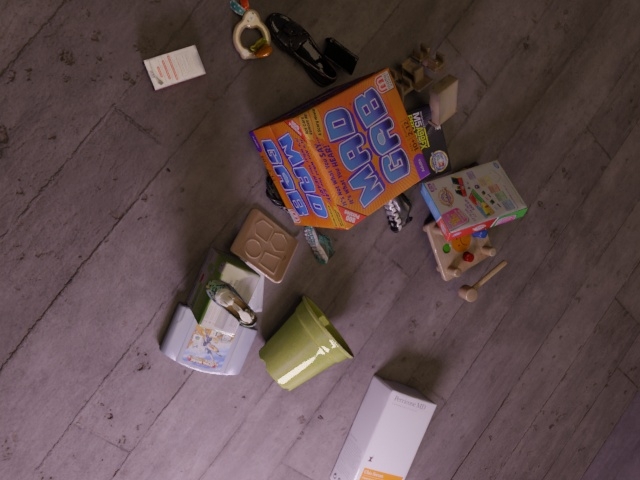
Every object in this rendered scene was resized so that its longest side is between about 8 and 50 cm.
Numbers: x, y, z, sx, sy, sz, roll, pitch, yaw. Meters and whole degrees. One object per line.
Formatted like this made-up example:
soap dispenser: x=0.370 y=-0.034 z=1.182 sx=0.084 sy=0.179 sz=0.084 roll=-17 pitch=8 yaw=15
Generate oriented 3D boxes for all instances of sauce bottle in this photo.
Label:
sauce bottle: x=0.576 y=-0.271 z=2.065 sx=0.128 sy=0.042 sz=0.042 roll=-35 pitch=109 yaw=-11

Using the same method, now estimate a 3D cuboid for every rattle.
rattle: x=-0.222 y=-0.679 z=1.637 sx=0.130 sy=0.143 sz=0.200 roll=-5 pitch=108 yaw=0

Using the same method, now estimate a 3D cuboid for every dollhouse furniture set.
dollhouse furniture set: x=0.369 y=-0.549 z=1.871 sx=0.212 sy=0.242 sz=0.161 roll=-39 pitch=149 yaw=-12

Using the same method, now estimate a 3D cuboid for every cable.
cable: x=-0.106 y=-0.177 z=1.808 sx=0.184 sy=0.047 sz=0.150 roll=32 pitch=86 yaw=-22

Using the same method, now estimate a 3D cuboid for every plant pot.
plant pot: x=-0.067 y=0.378 z=1.818 sx=0.254 sy=0.276 sz=0.276 roll=-40 pitch=111 yaw=1

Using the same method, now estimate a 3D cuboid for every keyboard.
keyboard: x=-0.232 y=0.128 z=1.828 sx=0.072 sy=0.014 sz=0.256 roll=3 pitch=97 yaw=-17

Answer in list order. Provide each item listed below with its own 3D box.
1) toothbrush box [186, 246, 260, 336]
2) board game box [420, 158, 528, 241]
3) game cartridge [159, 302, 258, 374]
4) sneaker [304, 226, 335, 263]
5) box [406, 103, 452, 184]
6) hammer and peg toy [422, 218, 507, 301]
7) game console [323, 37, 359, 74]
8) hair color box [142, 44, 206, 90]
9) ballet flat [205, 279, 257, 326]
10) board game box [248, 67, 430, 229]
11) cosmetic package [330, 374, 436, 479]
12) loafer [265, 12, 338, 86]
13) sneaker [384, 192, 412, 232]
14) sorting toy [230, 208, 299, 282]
toothbrush box: x=-0.316 y=0.155 z=1.650 sx=0.122 sy=0.283 sz=0.206 roll=25 pitch=90 yaw=-22
board game box: x=0.572 y=-0.155 z=1.951 sx=0.316 sy=0.064 sz=0.242 roll=-17 pitch=62 yaw=-7
game cartridge: x=-0.384 y=0.351 z=1.781 sx=0.297 sy=0.062 sz=0.198 roll=23 pitch=85 yaw=-23
sneaker: x=0.000 y=0.000 z=1.880 sx=0.076 sy=0.065 sz=0.166 roll=-36 pitch=114 yaw=-30
box: x=0.366 y=-0.358 z=1.958 sx=0.216 sy=0.060 sz=0.270 roll=-21 pitch=105 yaw=-17
hammer and peg toy: x=0.575 y=0.041 z=2.070 sx=0.266 sy=0.127 sz=0.361 roll=-28 pitch=108 yaw=-17
game console: x=0.062 y=-0.631 z=1.777 sx=0.122 sy=0.107 sz=0.071 roll=30 pitch=100 yaw=-23
hair color box: x=-0.454 y=-0.535 z=1.611 sx=0.167 sy=0.053 sz=0.093 roll=-24 pitch=108 yaw=-18
ballet flat: x=-0.249 y=0.183 z=1.492 sx=0.188 sy=0.070 sz=0.070 roll=43 pitch=82 yaw=-21
board game box: x=0.055 y=-0.282 z=1.662 sx=0.356 sy=0.356 sz=0.356 roll=-34 pitch=109 yaw=-23
cosmetic package: x=0.245 y=0.792 z=2.040 sx=0.230 sy=0.161 sz=0.453 roll=23 pitch=89 yaw=-23
loafer: x=-0.051 y=-0.643 z=1.728 sx=0.302 sy=0.095 sz=0.109 roll=42 pitch=84 yaw=-22
sneaker: x=0.288 y=-0.152 z=1.955 sx=0.106 sy=0.078 sz=0.234 roll=-26 pitch=111 yaw=-19
sorting toy: x=-0.191 y=0.020 z=1.778 sx=0.208 sy=0.038 sz=0.193 roll=36 pitch=55 yaw=-20
